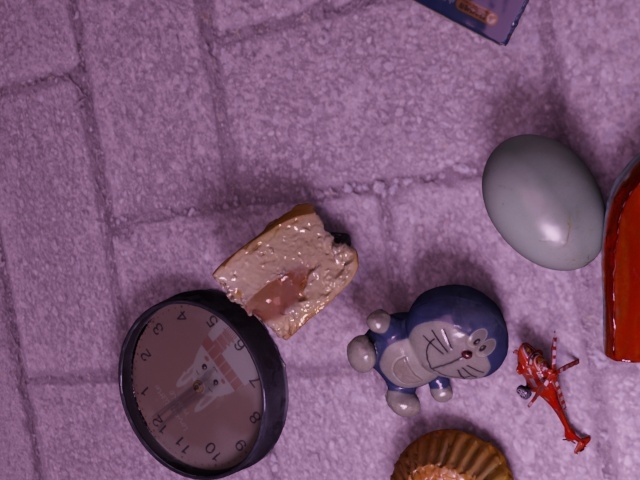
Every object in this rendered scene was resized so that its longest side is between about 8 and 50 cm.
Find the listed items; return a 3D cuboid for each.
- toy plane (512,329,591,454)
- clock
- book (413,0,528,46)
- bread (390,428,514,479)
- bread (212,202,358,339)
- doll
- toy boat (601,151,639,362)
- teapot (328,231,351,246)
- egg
[{"bbox_3d":[0.383,0.249,1.592,0.194,0.126,0.077,43,158,-19],"label":"toy plane"},{"bbox_3d":[-0.244,0.293,1.948,0.386,0.076,0.386,5,99,29],"label":"clock"},{"bbox_3d":[0.267,-0.568,1.548,0.300,0.039,0.428,33,112,22],"label":"book"},{"bbox_3d":[0.222,0.445,1.664,0.239,0.139,0.240,2,94,24],"label":"bread"},{"bbox_3d":[-0.063,0.064,1.789,0.224,0.211,0.184,-42,87,-9],"label":"bread"},{"bbox_3d":[0.193,0.178,1.642,0.258,0.154,0.228,-21,120,37],"label":"doll"},{"bbox_3d":[0.492,0.016,1.446,0.145,0.133,0.332,3,102,8],"label":"toy boat"},{"bbox_3d":[0.000,0.000,1.789,0.110,0.042,0.043,10,102,33],"label":"teapot"},{"bbox_3d":[0.347,-0.058,1.504,0.168,0.168,0.231,-36,84,29],"label":"egg"}]
